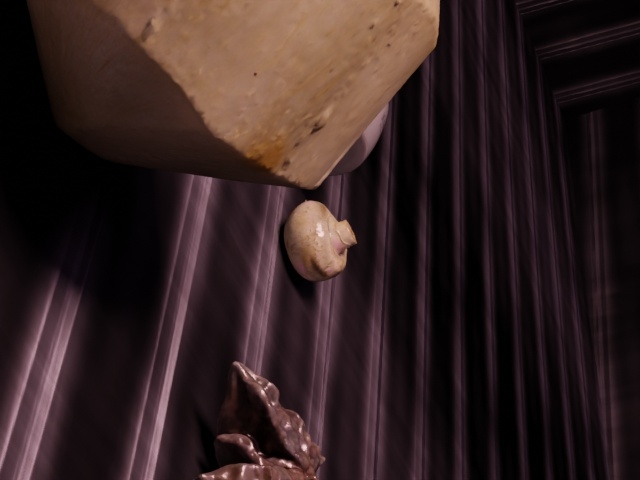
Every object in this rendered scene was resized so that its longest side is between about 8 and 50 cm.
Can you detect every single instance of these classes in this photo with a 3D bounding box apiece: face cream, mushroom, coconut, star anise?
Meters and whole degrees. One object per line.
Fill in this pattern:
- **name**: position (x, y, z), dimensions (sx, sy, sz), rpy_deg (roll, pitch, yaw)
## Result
- **face cream**: position (0.011, -0.135, 1.700), dimensions (0.104, 0.117, 0.117), rpy_deg (-78, 148, -44)
- **mushroom**: position (0.000, 0.000, 1.618), dimensions (0.083, 0.067, 0.083), rpy_deg (-21, 90, -79)
- **coconut**: position (-0.071, -0.178, 1.180), dimensions (0.323, 0.323, 0.323), rpy_deg (-17, 90, -73)
- **star anise**: position (-0.030, 0.214, 1.282), dimensions (0.209, 0.089, 0.231), rpy_deg (21, 46, -64)
